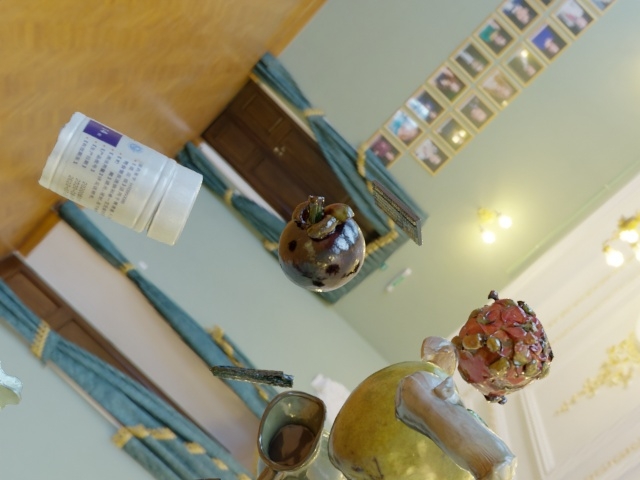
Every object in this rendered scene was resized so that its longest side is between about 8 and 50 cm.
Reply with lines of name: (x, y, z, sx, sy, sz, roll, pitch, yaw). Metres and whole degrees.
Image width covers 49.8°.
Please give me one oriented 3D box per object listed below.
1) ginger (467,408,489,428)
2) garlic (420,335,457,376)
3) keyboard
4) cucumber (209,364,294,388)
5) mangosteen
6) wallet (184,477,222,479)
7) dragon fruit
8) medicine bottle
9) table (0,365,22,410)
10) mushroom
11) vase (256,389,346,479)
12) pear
ginger: (0.365, 0.526, 1.838, 0.290, 0.137, 0.089, 92, 23, -53)
garlic: (0.311, 0.346, 1.860, 0.128, 0.090, 0.198, -45, 140, -46)
keyboard: (0.137, -0.053, 1.253, 0.014, 0.055, 0.176, -21, -146, -13)
cucumber: (-0.204, 0.401, 2.053, 0.043, 0.256, 0.044, -87, -171, -48)
mangosteen: (0.000, 0.000, 1.724, 0.228, 0.228, 0.265, -49, 145, -41)
wallet: (-0.359, 0.650, 1.645, 0.245, 0.052, 0.169, -8, -138, 15)
dragon fruit: (0.542, 0.319, 2.087, 0.296, 0.314, 0.263, -34, 166, 1)
medicine bottle: (-0.450, -0.137, 1.591, 0.190, 0.332, 0.190, -55, -163, 26)
table: (-0.789, 0.320, 1.571, 0.166, 0.198, 0.166, -33, -163, 12)
mushroom: (0.182, 0.263, 0.988, 0.099, 0.096, 0.278, -31, -162, -10)
vase: (-0.081, 0.596, 1.773, 0.329, 0.241, 0.302, -50, 145, -33)
pear: (0.163, 0.405, 1.410, 0.304, 0.304, 0.304, -46, -176, 4)
